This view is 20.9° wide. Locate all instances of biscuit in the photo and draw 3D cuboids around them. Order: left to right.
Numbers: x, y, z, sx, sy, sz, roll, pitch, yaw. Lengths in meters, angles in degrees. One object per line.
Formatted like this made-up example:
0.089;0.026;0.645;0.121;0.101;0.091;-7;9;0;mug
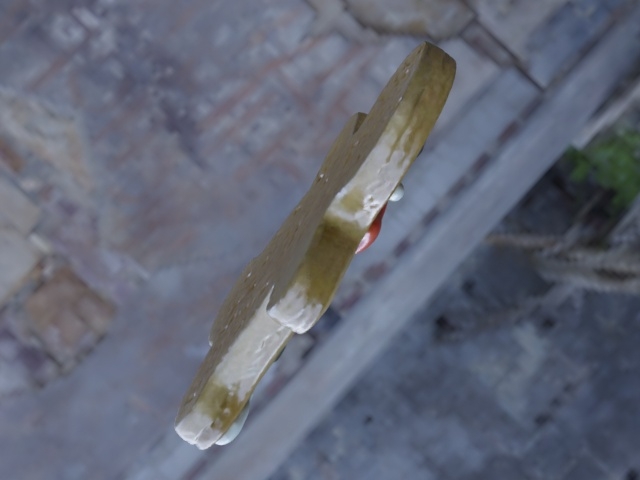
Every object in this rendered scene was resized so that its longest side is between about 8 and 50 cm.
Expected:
0.001;0.001;0.851;0.035;0.240;0.158;30;-141;-10;biscuit
